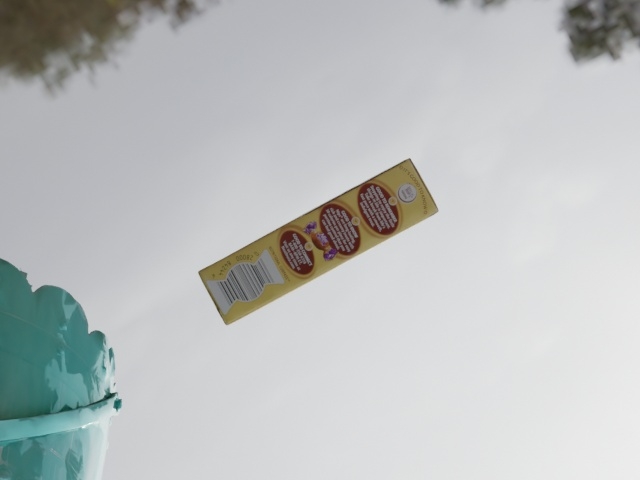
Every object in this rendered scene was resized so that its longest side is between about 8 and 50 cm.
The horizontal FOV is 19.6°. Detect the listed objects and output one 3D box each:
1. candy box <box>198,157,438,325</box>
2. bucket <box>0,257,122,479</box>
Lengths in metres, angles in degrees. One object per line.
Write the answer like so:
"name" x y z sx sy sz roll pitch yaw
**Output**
"candy box" 0.000 0.000 1.459 0.186 0.053 0.109 -30 180 3
"bucket" -0.282 0.160 1.315 0.281 0.281 0.183 -26 -138 18
